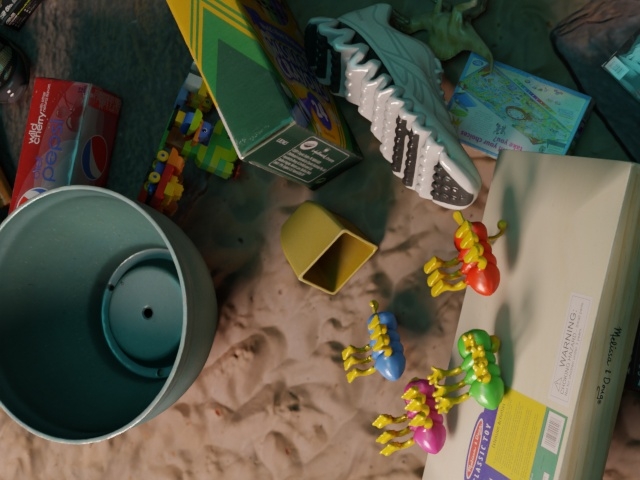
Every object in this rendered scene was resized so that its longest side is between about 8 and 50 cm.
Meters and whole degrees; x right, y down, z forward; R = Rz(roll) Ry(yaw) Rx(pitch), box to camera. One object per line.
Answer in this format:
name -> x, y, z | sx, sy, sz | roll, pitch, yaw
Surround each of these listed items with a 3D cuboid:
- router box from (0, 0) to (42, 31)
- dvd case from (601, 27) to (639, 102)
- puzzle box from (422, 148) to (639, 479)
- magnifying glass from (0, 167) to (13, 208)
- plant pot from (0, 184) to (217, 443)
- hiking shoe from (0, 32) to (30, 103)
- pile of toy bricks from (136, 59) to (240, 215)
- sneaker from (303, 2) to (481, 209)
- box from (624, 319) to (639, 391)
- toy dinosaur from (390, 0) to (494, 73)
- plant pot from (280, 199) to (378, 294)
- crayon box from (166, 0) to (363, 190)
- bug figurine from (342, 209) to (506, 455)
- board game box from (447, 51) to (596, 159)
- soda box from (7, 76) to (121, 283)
router box -> -0.419, -0.366, 1.756 | 0.122, 0.038, 0.092 | -48, 67, 11
dvd case -> 0.381, -0.205, 1.391 | 0.119, 0.013, 0.087 | -46, 68, 10
puzzle box -> 0.217, 0.115, 1.290 | 0.272, 0.052, 0.409 | -159, 81, -69
magnifying glass -> -0.474, -0.148, 1.731 | 0.026, 0.092, 0.231 | -29, 82, 18
plant pot -> -0.242, 0.087, 1.522 | 0.293, 0.196, 0.293 | -1, 87, 23
hiking shoe -> -0.487, -0.274, 1.731 | 0.086, 0.114, 0.227 | -46, 68, 12
pile of toy bricks -> -0.145, -0.112, 1.569 | 0.105, 0.118, 0.212 | 23, 62, -10
sneaker -> 0.102, -0.163, 1.439 | 0.118, 0.110, 0.292 | -26, 65, -21
box -> 0.403, 0.082, 1.255 | 0.203, 0.167, 0.169 | 8, 86, 25
toy dinosaur -> 0.162, -0.250, 1.475 | 0.183, 0.053, 0.093 | 33, 103, 42
plant pot -> 0.000, 0.000, 1.497 | 0.081, 0.081, 0.083 | -47, 56, 11
crayon box -> -0.083, -0.230, 1.496 | 0.083, 0.203, 0.323 | -32, 71, 16
bug figurine -> 0.125, 0.109, 1.361 | 0.279, 0.072, 0.216 | -49, 41, 46
board game box -> 0.221, -0.140, 1.445 | 0.154, 0.026, 0.103 | 26, 93, 25
soda box -> -0.338, -0.074, 1.653 | 0.092, 0.083, 0.263 | 9, 86, 24
